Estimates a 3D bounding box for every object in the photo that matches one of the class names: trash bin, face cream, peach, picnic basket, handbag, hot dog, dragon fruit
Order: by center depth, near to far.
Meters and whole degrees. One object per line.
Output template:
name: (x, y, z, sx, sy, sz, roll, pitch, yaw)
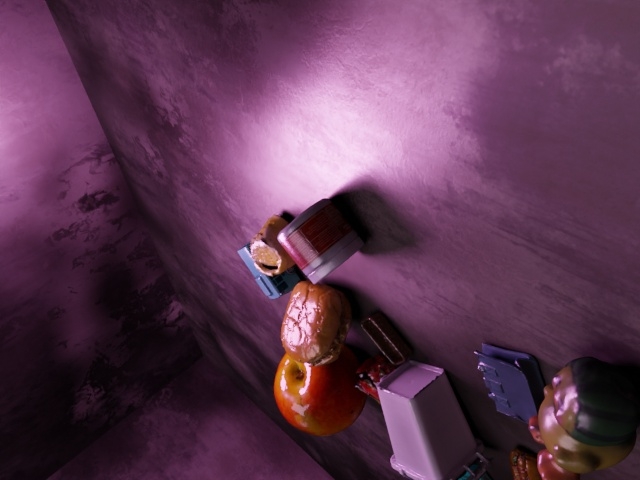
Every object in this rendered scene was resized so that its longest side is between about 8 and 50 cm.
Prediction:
handbag: (0.514, 0.387, 1.427, 0.179, 0.062, 0.229, 10, 130, 56)
face cream: (0.000, 0.000, 1.602, 0.187, 0.201, 0.201, 51, 152, 2)
hot dog: (0.637, 0.743, 1.630, 0.104, 0.076, 0.250, 16, 133, 48)
trash bin: (0.358, 0.603, 1.734, 0.296, 0.256, 0.367, 3, 117, 57)
picnic basket: (0.223, 0.329, 1.797, 0.193, 0.055, 0.110, 49, 153, 5)
dragon fruit: (0.217, 0.509, 1.914, 0.166, 0.160, 0.172, -35, 98, 20)
peach: (0.012, 0.572, 2.083, 0.388, 0.388, 0.388, 37, 148, 28)

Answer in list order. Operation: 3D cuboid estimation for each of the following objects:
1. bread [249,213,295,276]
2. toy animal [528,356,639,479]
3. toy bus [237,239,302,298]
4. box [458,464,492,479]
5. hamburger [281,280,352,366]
bread: (-0.157, 0.017, 1.897, 0.197, 0.170, 0.197, 23, 134, 27)
toy animal: (0.596, 0.400, 1.185, 0.191, 0.216, 0.338, 6, 132, 7)
toy bus: (-0.198, 0.104, 2.080, 0.256, 0.147, 0.128, 57, 154, -6)
box: (0.589, 0.907, 1.923, 0.226, 0.042, 0.161, 54, 153, 0)
hamburger: (-0.028, 0.297, 1.908, 0.158, 0.318, 0.319, 21, 174, -38)
